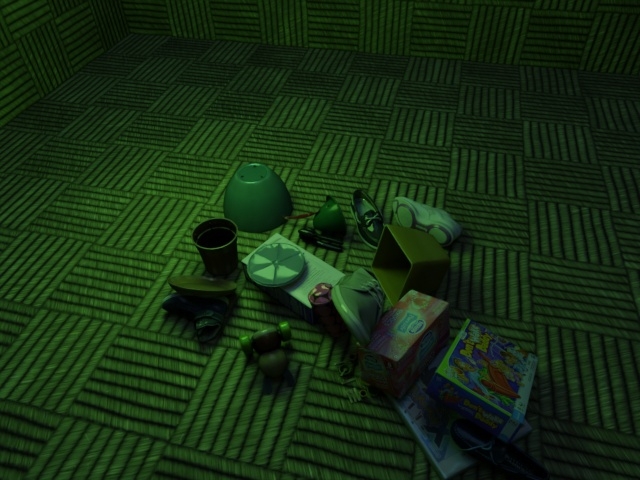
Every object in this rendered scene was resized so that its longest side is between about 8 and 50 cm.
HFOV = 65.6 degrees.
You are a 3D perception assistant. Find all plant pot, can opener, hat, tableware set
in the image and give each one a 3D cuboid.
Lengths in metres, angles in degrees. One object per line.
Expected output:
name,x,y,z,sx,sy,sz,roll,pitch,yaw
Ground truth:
plant pot,-0.266,-0.199,2.038,0.290,0.195,0.290,-1,44,1
can opener,0.000,0.000,1.925,0.186,0.059,0.073,21,21,10
plant pot,-0.375,0.031,1.822,0.167,0.165,0.167,0,44,0
hat,-0.019,-0.064,1.927,0.183,0.208,0.173,-22,89,-11
plant pot,0.322,0.081,1.731,0.187,0.212,0.212,-5,42,-22
tableware set,0.112,0.413,1.507,0.104,0.024,0.154,-14,44,-13
plant pot,-0.404,0.158,1.705,0.236,0.032,0.236,7,6,-1

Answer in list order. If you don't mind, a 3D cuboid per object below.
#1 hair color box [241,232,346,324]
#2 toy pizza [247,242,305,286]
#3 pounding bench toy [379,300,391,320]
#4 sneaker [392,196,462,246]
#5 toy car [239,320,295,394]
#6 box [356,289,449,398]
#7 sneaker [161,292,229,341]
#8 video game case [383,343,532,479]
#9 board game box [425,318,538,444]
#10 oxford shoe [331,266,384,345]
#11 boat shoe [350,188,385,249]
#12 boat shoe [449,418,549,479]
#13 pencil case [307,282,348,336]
hair color box,-0.094,0.128,1.753,0.339,0.110,0.185,32,55,28
toy pizza,-0.150,0.086,1.702,0.201,0.032,0.201,-3,45,3
pounding bench toy,0.194,0.237,1.657,0.083,0.065,0.052,15,47,18
sneaker,0.421,-0.083,1.976,0.305,0.114,0.152,37,42,28
toy car,-0.147,0.365,1.522,0.155,0.149,0.188,-17,74,-10
box,0.255,0.300,1.488,0.142,0.154,0.300,17,38,38
sneaker,-0.428,0.253,1.648,0.226,0.086,0.163,0,41,0
video game case,0.378,0.472,1.426,0.300,0.036,0.329,-20,46,-18
board game box,0.459,0.373,1.384,0.233,0.078,0.347,29,28,19
oxford shoe,0.122,0.174,1.465,0.130,0.169,0.449,-28,6,9
boat shoe,0.191,-0.087,1.979,0.114,0.091,0.302,-17,45,-15
boat shoe,0.464,0.531,1.277,0.258,0.089,0.109,24,57,10
pencil case,0.031,0.217,1.582,0.098,0.209,0.095,-43,51,-16
